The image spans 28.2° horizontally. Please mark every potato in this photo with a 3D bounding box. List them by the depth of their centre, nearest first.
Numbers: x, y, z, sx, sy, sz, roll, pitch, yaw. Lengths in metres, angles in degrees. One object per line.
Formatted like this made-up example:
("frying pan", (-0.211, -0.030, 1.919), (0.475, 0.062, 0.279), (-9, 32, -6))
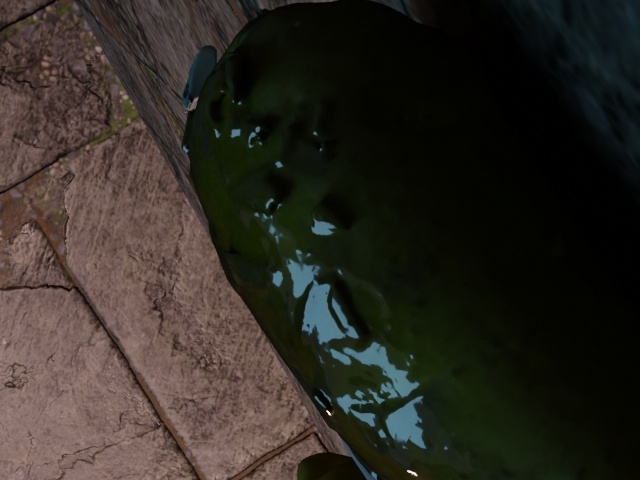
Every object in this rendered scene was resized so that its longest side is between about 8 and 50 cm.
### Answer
("potato", (0.045, 0.030, 0.433), (0.251, 0.113, 0.149), (59, 178, -5))

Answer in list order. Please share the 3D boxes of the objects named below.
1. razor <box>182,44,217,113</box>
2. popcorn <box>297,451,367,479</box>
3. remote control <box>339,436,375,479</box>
("razor", (0.009, -0.006, 0.807), (0.278, 0.056, 0.111), (53, 175, -7))
("popcorn", (0.072, 0.261, 0.663), (0.297, 0.281, 0.316), (41, -158, -51))
("remote control", (0.117, 0.136, 0.493), (0.313, 0.109, 0.055), (53, 139, 35))
